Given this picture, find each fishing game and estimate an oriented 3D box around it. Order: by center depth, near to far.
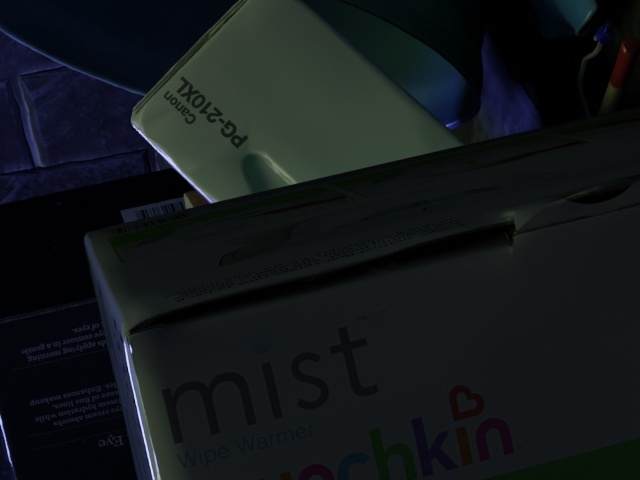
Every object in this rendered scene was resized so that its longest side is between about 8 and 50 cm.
[{"bbox_3d":[0.098,-0.178,0.802,0.189,0.041,0.264,81,169,-75],"label":"fishing game"}]

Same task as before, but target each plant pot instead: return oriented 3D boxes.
[{"bbox_3d":[-0.035,-0.195,0.958,0.293,0.293,0.196,125,159,-78],"label":"plant pot"}]

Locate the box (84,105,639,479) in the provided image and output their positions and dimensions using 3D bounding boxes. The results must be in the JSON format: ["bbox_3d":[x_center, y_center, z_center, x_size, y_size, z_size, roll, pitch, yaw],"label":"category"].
[{"bbox_3d":[0.066,0.034,0.565,0.231,0.262,0.126,-150,48,-77],"label":"box"}]

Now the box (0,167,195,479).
[{"bbox_3d":[-0.098,0.112,1.425,0.179,0.343,0.312,-118,19,-56],"label":"box"}]

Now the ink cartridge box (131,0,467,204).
[{"bbox_3d":[0.025,-0.008,0.869,0.172,0.100,0.237,43,178,19],"label":"ink cartridge box"}]

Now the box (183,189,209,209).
[{"bbox_3d":[0.000,0.000,1.216,0.130,0.171,0.091,-138,35,-75],"label":"box"}]
